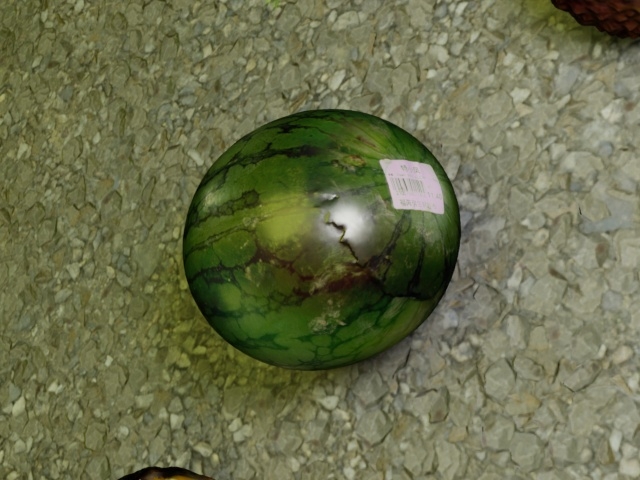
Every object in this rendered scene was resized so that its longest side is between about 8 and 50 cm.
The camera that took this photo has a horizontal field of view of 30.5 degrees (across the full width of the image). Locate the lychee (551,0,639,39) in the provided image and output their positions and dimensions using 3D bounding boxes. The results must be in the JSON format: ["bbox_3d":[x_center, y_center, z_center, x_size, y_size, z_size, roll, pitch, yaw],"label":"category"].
[{"bbox_3d":[0.372,-0.381,1.378,0.304,0.276,0.276,38,100,10],"label":"lychee"}]

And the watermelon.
[{"bbox_3d":[0.000,0.000,1.481,0.363,0.363,0.363,-13,67,33],"label":"watermelon"}]

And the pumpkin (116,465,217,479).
[{"bbox_3d":[-0.231,0.450,1.545,0.256,0.303,0.225,43,111,10],"label":"pumpkin"}]
